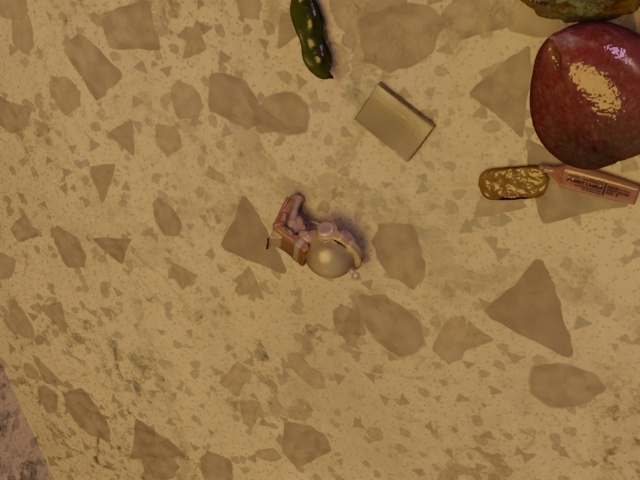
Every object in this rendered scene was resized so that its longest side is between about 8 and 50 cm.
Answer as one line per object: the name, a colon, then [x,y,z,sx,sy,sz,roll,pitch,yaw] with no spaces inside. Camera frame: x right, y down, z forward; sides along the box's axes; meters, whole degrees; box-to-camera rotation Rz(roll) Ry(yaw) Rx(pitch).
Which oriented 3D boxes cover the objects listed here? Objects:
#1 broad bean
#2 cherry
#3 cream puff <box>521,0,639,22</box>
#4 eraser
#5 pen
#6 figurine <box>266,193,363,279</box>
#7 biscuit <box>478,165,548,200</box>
broad bean: [-0.046,-0.478,1.804,0.098,0.056,0.318,-25,97,41]
cherry: [0.488,-0.254,1.523,0.261,0.221,0.307,-21,124,45]
cream puff: [0.457,-0.467,1.479,0.221,0.194,0.195,4,117,38]
eraser: [0.156,-0.250,1.833,0.150,0.023,0.104,39,126,4]
pen: [0.522,-0.117,1.705,0.197,0.032,0.053,18,122,17]
figurine: [-0.001,0.003,1.993,0.236,0.141,0.162,27,153,10]
biscuit: [0.393,-0.117,1.781,0.147,0.018,0.071,-2,111,30]
